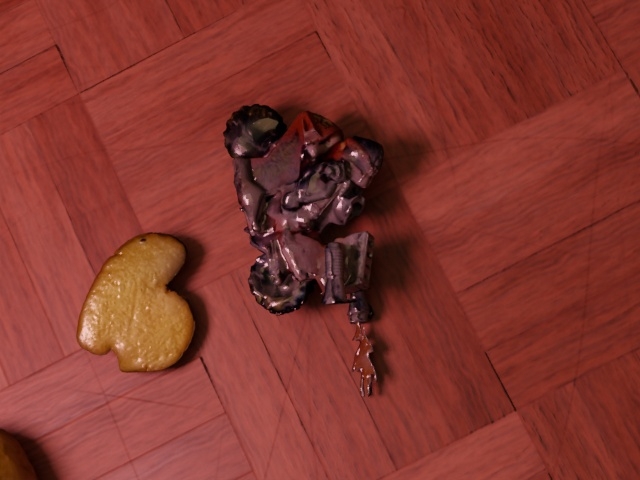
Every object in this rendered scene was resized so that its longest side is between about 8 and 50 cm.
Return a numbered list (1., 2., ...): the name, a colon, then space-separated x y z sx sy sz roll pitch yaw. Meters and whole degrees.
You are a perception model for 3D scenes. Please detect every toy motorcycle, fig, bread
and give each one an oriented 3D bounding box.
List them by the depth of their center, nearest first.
1. fig: -0.434 0.295 1.734 0.159 0.257 0.159 2 73 -6
2. toy motorcycle: 0.000 0.000 1.790 0.207 0.134 0.401 -13 74 13
3. bread: -0.226 0.084 1.847 0.149 0.065 0.188 26 79 4
